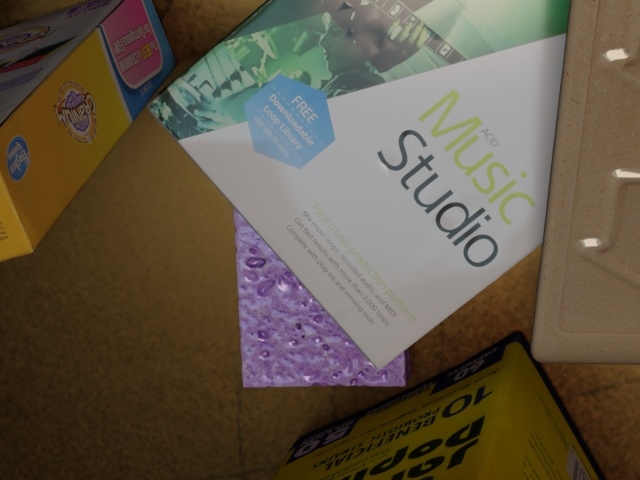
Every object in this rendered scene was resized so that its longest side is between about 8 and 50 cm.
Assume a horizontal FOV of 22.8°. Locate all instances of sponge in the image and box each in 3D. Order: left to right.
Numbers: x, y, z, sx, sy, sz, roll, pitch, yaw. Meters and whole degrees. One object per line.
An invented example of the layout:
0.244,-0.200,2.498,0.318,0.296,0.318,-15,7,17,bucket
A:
0.000,0.000,1.086,0.117,0.031,0.210,0,104,11,sponge

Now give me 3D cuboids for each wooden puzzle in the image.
0.294,-0.063,0.920,0.322,0.080,0.347,1,130,0,wooden puzzle

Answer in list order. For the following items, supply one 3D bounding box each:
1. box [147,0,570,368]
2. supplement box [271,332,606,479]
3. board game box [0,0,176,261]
0.086,-0.102,1.000,0.322,0.058,0.232,-40,99,12,box
0.068,0.228,0.962,0.194,0.356,0.195,-28,98,18,supplement box
-0.242,-0.054,0.973,0.242,0.316,0.064,-16,111,17,board game box
